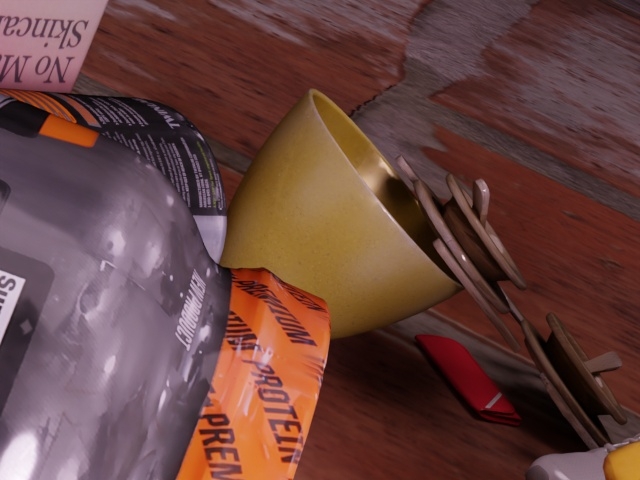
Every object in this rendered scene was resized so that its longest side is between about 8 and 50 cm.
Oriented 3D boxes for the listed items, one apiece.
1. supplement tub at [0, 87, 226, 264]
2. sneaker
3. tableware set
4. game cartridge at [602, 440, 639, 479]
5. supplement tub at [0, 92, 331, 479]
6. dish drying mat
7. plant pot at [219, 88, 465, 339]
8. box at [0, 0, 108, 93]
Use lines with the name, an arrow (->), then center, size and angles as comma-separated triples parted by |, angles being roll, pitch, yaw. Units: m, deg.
supplement tub -> -0.145, -0.012, 0.861 | 0.190, 0.117, 0.117 | 0, 31, -49
sneaker -> 0.171, 0.119, 0.978 | 0.152, 0.061, 0.054 | 8, 27, -35
tableware set -> 0.118, 0.034, 1.031 | 0.194, 0.039, 0.128 | 51, 9, -24
game cartridge -> 0.259, 0.153, 0.576 | 0.053, 0.285, 0.324 | 59, 16, -49
supplement tub -> -0.182, 0.031, 0.575 | 0.338, 0.207, 0.207 | 23, 20, -7
dish drying mat -> 0.083, 0.077, 1.059 | 0.032, 0.008, 0.083 | 12, 23, -29
plant pot -> 0.000, 0.000, 1.000 | 0.134, 0.095, 0.134 | 50, 10, -12
box -> -0.198, -0.135, 0.940 | 0.127, 0.232, 0.148 | 36, 23, 28
